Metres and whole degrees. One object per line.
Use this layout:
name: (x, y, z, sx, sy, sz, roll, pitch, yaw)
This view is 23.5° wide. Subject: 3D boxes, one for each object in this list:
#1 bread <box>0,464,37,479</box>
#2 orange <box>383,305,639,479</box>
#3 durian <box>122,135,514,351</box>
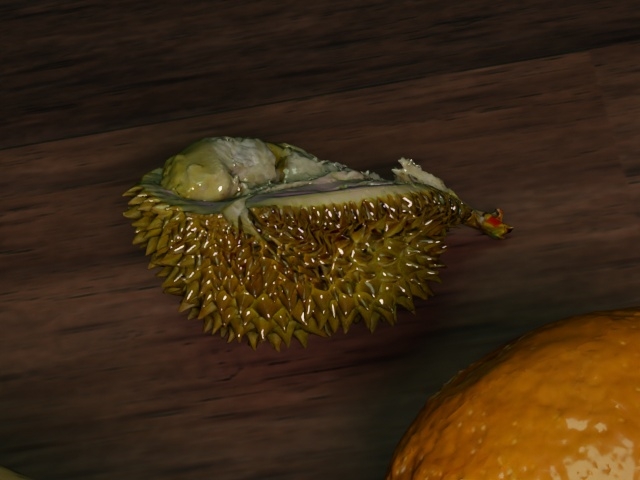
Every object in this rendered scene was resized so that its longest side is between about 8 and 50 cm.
bread: (-0.201, 0.215, 0.456, 0.394, 0.250, 0.361, 14, 19, 31)
orange: (0.114, 0.109, 0.539, 0.193, 0.161, 0.193, 15, 40, -13)
durian: (0.000, 0.000, 0.768, 0.208, 0.102, 0.146, -3, 17, -25)
